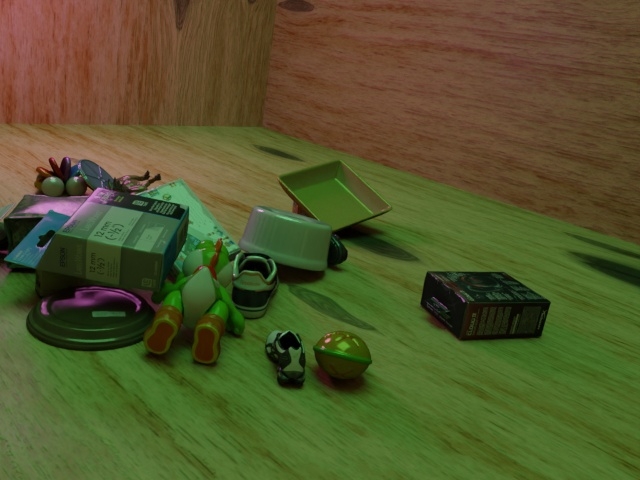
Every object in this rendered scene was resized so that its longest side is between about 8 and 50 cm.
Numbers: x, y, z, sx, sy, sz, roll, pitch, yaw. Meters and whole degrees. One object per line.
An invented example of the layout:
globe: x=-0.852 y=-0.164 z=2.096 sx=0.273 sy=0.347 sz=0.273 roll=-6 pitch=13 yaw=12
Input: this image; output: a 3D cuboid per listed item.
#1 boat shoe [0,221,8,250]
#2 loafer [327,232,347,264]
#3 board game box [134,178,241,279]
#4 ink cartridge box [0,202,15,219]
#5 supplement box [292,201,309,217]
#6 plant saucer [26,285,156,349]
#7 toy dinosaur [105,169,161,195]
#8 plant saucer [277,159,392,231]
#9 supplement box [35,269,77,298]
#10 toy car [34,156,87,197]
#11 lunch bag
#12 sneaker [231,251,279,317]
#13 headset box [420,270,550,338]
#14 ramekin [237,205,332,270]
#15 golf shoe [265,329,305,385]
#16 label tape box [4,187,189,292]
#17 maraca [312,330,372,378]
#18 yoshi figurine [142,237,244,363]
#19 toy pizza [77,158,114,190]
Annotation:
boat shoe: x=-0.926 y=-0.020 z=1.739 sx=0.228 sy=0.068 sz=0.081 roll=14 pitch=58 yaw=29
loafer: x=0.000 y=0.000 z=2.065 sx=0.095 sy=0.108 sz=0.303 roll=0 pitch=16 yaw=-39
board game box: x=-0.389 y=-0.032 z=1.767 sx=0.193 sy=0.053 sz=0.305 roll=-26 pitch=63 yaw=-35
ink cartridge box: x=-0.883 y=0.004 z=1.546 sx=0.239 sy=0.060 sz=0.275 roll=-17 pitch=22 yaw=-5
supplement box: x=0.010 y=-0.124 z=2.493 sx=0.234 sy=0.080 sz=0.078 roll=4 pitch=18 yaw=-20
plant saucer: x=-0.504 y=0.163 z=1.414 sx=0.278 sy=0.041 sz=0.278 roll=9 pitch=17 yaw=-3
toy dinosaur: x=-0.694 y=-0.182 z=2.276 sx=0.201 sy=0.127 sz=0.296 roll=-9 pitch=19 yaw=-28
plant saucer: x=0.048 y=-0.155 z=2.409 sx=0.333 sy=0.080 sz=0.333 roll=-21 pitch=54 yaw=-36
supplement box: x=-0.630 y=0.088 z=1.510 sx=0.083 sy=0.083 sz=0.056 roll=-4 pitch=22 yaw=-36
toy car: x=-0.934 y=-0.236 z=2.284 sx=0.182 sy=0.136 sz=0.159 roll=-4 pitch=21 yaw=-35
lunch bag: x=-0.669 y=-0.025 z=1.708 sx=0.287 sy=0.168 sz=0.235 roll=0 pitch=19 yaw=-13
sneaker: x=-0.169 y=0.086 z=1.678 sx=0.126 sy=0.127 sz=0.321 roll=6 pitch=16 yaw=-6
headset box: x=0.429 y=0.170 z=1.721 sx=0.294 sy=0.110 sz=0.218 roll=2 pitch=19 yaw=-22
ramekin: x=-0.097 y=-0.012 z=1.901 sx=0.278 sy=0.135 sz=0.277 roll=16 pitch=6 yaw=-2
golf shoe: x=-0.068 y=0.224 z=1.347 sx=0.077 sy=0.093 sz=0.198 roll=1 pitch=17 yaw=-19
label tape box: x=-0.506 y=-0.019 z=1.472 sx=0.348 sy=0.115 sz=0.249 roll=13 pitch=28 yaw=-4
maraca: x=0.045 y=0.242 z=1.347 sx=0.127 sy=0.099 sz=0.185 roll=17 pitch=-7 yaw=0
yoshi figurine: x=-0.283 y=0.143 z=1.450 sx=0.203 sy=0.203 sz=0.362 roll=-23 pitch=27 yaw=14
toy pizza: x=-0.805 y=-0.212 z=2.297 sx=0.201 sy=0.032 sz=0.201 roll=48 pitch=10 yaw=-12
